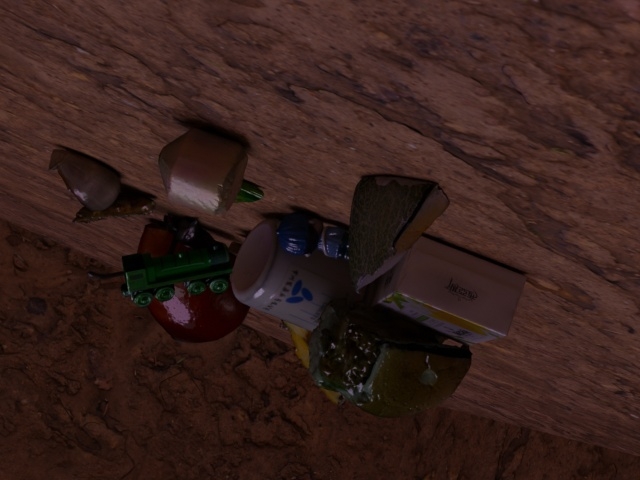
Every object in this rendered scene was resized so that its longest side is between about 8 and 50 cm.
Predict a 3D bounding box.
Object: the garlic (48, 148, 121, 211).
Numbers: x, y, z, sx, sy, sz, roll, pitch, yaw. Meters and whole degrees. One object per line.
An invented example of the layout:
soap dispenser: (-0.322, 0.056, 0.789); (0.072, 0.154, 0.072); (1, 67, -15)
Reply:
garlic: (-0.458, -0.117, 2.136); (0.128, 0.090, 0.198); (34, 178, 10)

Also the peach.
peach: (-0.312, 0.080, 2.588); (0.281, 0.281, 0.338); (10, 131, 43)

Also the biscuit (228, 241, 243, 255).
biscuit: (-0.101, 0.040, 2.235); (0.215, 0.034, 0.182); (12, 176, 33)

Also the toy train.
toy train: (-0.307, 0.067, 2.318); (0.251, 0.085, 0.119); (-12, 134, -13)

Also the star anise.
star anise: (-0.354, 0.036, 2.332); (0.218, 0.227, 0.148); (32, 175, -2)

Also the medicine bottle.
medicine bottle: (-0.006, 0.083, 1.999); (0.292, 0.170, 0.170); (23, 169, -28)

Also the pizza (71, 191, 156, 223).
pizza: (-0.451, -0.069, 2.230); (0.176, 0.036, 0.184); (-16, -162, -39)

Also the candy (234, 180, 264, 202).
candy: (-0.175, -0.088, 1.834); (0.102, 0.032, 0.178); (26, 168, -26)

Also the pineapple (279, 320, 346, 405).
pineapple: (0.050, 0.181, 2.512); (0.286, 0.209, 0.344); (45, 148, 12)

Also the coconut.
coconut: (-0.175, -0.102, 1.549); (0.122, 0.116, 0.116); (22, 169, 4)

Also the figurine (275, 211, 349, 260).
figurine: (0.000, 0.000, 1.843); (0.149, 0.087, 0.086); (18, 131, 10)

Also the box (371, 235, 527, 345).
box: (0.206, 0.087, 1.791); (0.194, 0.111, 0.260); (21, 167, -1)

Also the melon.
melon: (0.089, -0.028, 1.475); (0.093, 0.202, 0.139); (5, -141, -48)

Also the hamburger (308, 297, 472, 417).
hamburger: (0.110, 0.217, 1.921); (0.288, 0.192, 0.168); (13, -153, -34)
